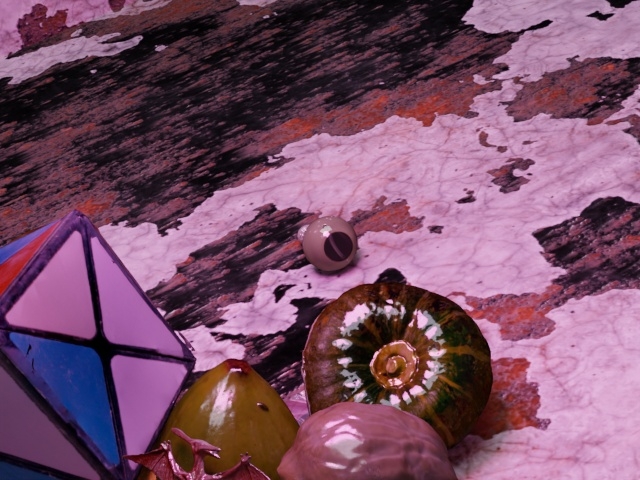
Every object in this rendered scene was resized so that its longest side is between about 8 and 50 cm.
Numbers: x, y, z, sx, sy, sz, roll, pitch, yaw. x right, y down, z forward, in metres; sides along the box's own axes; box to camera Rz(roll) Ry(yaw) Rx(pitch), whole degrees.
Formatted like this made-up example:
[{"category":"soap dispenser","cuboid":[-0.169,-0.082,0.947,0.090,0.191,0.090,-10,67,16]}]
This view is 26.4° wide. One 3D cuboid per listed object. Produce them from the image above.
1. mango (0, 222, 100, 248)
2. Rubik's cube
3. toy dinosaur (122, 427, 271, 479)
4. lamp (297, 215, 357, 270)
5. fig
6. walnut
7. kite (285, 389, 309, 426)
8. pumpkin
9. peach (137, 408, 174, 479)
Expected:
[{"category":"mango","cuboid":[-0.507,0.046,2.388,0.267,0.111,0.133,-28,48,-23]},{"category":"Rubik's cube","cuboid":[-0.389,0.189,1.835,0.305,0.310,0.307,-24,22,26]},{"category":"toy dinosaur","cuboid":[-0.147,0.282,1.615,0.220,0.108,0.032,5,-9,24]},{"category":"lamp","cuboid":[0.000,0.000,2.271,0.091,0.091,0.163,-26,16,-17]},{"category":"fig","cuboid":[-0.105,0.262,1.715,0.203,0.225,0.203,6,20,-2]},{"category":"walnut","cuboid":[0.053,0.296,1.603,0.224,0.224,0.224,-12,30,7]},{"category":"kite","cuboid":[0.014,0.240,1.912,0.360,0.022,0.204,-37,38,-30]},{"category":"pumpkin","cuboid":[0.103,0.184,1.809,0.260,0.189,0.260,-4,67,9]},{"category":"peach","cuboid":[-0.252,0.318,1.859,0.189,0.068,0.279,-19,25,22]}]
